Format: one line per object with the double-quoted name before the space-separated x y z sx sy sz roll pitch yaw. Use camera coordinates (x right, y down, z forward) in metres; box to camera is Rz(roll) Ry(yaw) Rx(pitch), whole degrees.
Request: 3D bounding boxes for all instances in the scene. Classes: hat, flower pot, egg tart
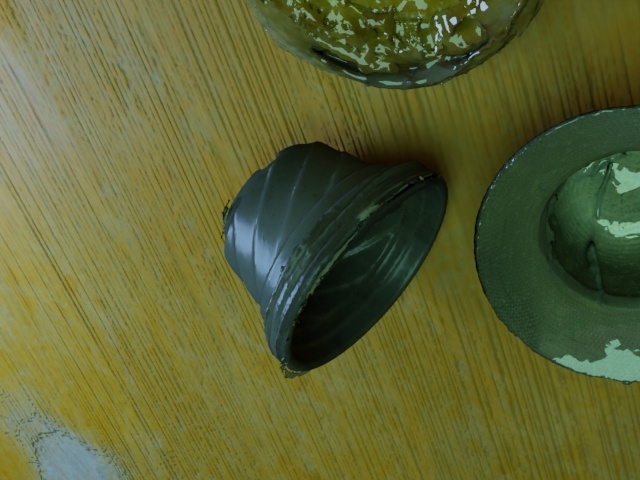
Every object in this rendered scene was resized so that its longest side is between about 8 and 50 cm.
"hat" 0.265 -0.017 0.618 0.257 0.130 0.257 7 120 13
"flower pot" 0.000 0.000 0.683 0.141 0.235 0.235 37 126 21
"egg tart" 0.043 -0.246 0.553 0.291 0.107 0.290 11 145 8
